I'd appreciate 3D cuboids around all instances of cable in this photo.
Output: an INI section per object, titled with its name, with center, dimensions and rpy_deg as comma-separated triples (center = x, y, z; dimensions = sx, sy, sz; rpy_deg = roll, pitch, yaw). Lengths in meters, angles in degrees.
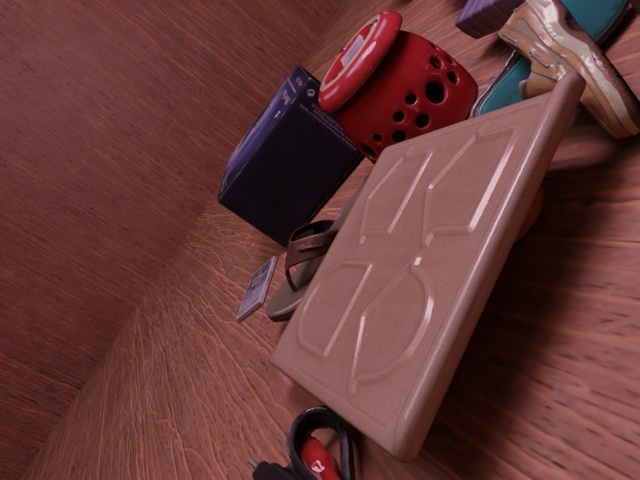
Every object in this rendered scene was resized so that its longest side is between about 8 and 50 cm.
[cable]
center = 0.022, 0.232, 0.392
dimensions = 0.139, 0.072, 0.287
rpy_deg = -44, 27, -23

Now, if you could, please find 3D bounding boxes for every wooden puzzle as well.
[wooden puzzle]
center = 0.090, 0.024, 0.501
dimensions = 0.322, 0.080, 0.348
rpy_deg = -61, 16, -12

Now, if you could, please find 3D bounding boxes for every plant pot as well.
[plant pot]
center = 0.102, -0.218, 0.721
dimensions = 0.191, 0.174, 0.191
rpy_deg = -48, 21, 24

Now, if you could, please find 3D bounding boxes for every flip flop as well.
[flip flop]
center = 0.000, 0.000, 0.731
dimensions = 0.277, 0.080, 0.112
rpy_deg = -53, 20, 4

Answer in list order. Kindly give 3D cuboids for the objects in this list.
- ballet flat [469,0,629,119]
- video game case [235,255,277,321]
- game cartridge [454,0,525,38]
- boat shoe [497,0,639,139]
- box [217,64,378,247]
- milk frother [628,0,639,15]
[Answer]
[ballet flat]
center = 0.239, -0.193, 0.528
dimensions = 0.213, 0.072, 0.068
rpy_deg = -49, -10, 7
[video game case]
center = -0.126, 0.096, 0.967
dimensions = 0.087, 0.011, 0.122
rpy_deg = -40, 25, 37
[game cartridge]
center = 0.304, -0.434, 0.589
dimensions = 0.355, 0.068, 0.230
rpy_deg = -60, 14, 11
[boat shoe]
center = 0.221, -0.152, 0.447
dimensions = 0.072, 0.068, 0.190
rpy_deg = -37, 45, 31
[box]
center = -0.060, -0.191, 1.032
dimensions = 0.294, 0.182, 0.296
rpy_deg = -51, 20, 15
[milk frother]
center = 0.267, -0.179, 0.335
dimensions = 0.129, 0.134, 0.143
rpy_deg = -51, 20, 7
